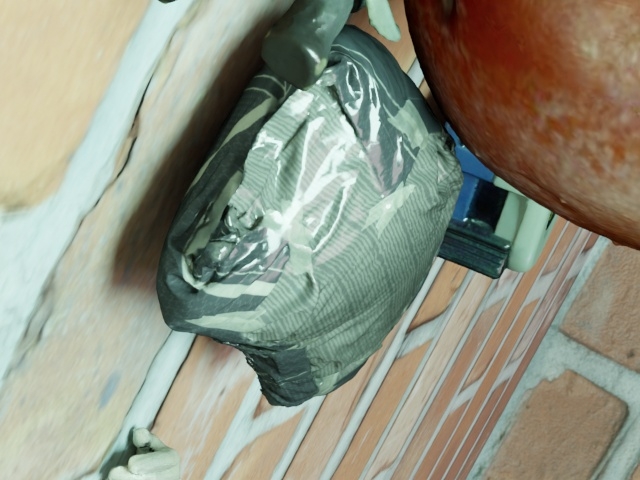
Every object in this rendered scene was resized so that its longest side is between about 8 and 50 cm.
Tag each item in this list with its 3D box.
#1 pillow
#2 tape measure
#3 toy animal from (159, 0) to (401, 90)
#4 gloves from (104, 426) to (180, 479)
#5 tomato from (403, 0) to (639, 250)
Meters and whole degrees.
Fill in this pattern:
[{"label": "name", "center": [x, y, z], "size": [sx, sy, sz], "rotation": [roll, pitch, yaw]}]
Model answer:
[{"label": "pillow", "center": [0.000, 0.000, 0.833], "size": [0.161, 0.092, 0.335], "rotation": [-51, 168, -4]}, {"label": "tape measure", "center": [0.173, -0.136, 1.227], "size": [0.351, 0.098, 0.215], "rotation": [-58, 167, -34]}, {"label": "toy animal", "center": [0.001, -0.124, 0.581], "size": [0.137, 0.082, 0.269], "rotation": [-54, 166, -23]}, {"label": "gloves", "center": [-0.090, 0.121, 0.895], "size": [0.081, 0.037, 0.044], "rotation": [6, 78, -71]}, {"label": "tomato", "center": [0.115, -0.158, 0.764], "size": [0.338, 0.144, 0.338], "rotation": [11, 90, -88]}]
